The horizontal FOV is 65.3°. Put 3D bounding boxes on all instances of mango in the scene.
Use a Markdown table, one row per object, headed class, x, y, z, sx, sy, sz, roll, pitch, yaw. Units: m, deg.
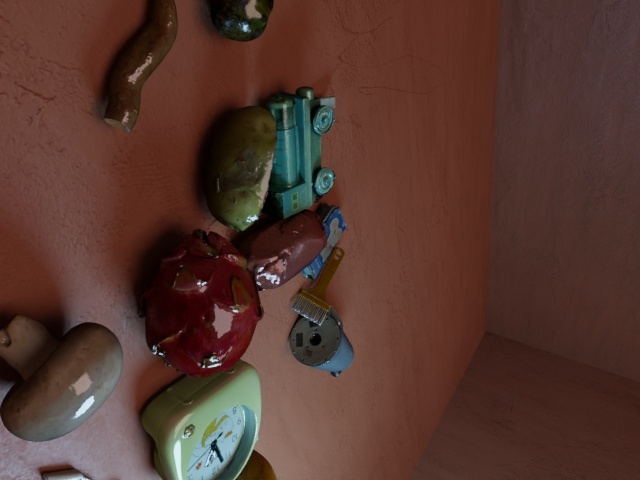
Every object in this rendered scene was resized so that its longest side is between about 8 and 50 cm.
| class | x | y | z | sx | sy | sz | roll | pitch | yaw |
| --- | --- | --- | --- | --- | --- | --- | --- | --- | --- |
| mango | -0.187 | 0.673 | 1.324 | 0.153 | 0.252 | 0.126 | -27 | 128 | 7 |

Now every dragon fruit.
| class | x | y | z | sx | sy | sz | roll | pitch | yaw |
| --- | --- | --- | --- | --- | --- | --- | --- | --- | --- |
| dragon fruit | -0.239 | 0.147 | 1.009 | 0.250 | 0.250 | 0.315 | 10 | 114 | -58 |

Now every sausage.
| class | x | y | z | sx | sy | sz | roll | pitch | yaw |
| --- | --- | --- | --- | --- | --- | --- | --- | --- | --- |
| sausage | -0.093 | 0.020 | 1.236 | 0.279 | 0.152 | 0.152 | -37 | 132 | -42 |

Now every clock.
| class | x | y | z | sx | sy | sz | roll | pitch | yaw |
| --- | --- | --- | --- | --- | --- | --- | --- | --- | --- |
| clock | -0.271 | 0.476 | 1.196 | 0.286 | 0.117 | 0.349 | -28 | 126 | -49 |

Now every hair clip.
| class | x | y | z | sx | sy | sz | roll | pitch | yaw |
| --- | --- | --- | --- | --- | --- | --- | --- | --- | --- |
| hair clip | -0.459 | 0.488 | 0.991 | 0.072 | 0.034 | 0.226 | -56 | 142 | -32 |

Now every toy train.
| class | x | y | z | sx | sy | sz | roll | pitch | yaw |
| --- | --- | --- | --- | --- | --- | --- | --- | --- | --- |
| toy train | -0.065 | -0.210 | 1.205 | 0.194 | 0.120 | 0.298 | -29 | 129 | -40 |

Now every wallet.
| class | x | y | z | sx | sy | sz | roll | pitch | yaw |
| --- | --- | --- | --- | --- | --- | --- | --- | --- | --- |
| wallet | -0.001 | -0.001 | 1.456 | 0.202 | 0.059 | 0.141 | -57 | 151 | -21 |

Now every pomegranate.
| class | x | y | z | sx | sy | sz | roll | pitch | yaw |
| --- | --- | --- | --- | --- | --- | --- | --- | --- | --- |
| pomegranate | -0.162 | -0.459 | 0.949 | 0.163 | 0.125 | 0.138 | 23 | 97 | -57 |

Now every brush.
| class | x | y | z | sx | sy | sz | roll | pitch | yaw |
| --- | --- | --- | --- | --- | --- | --- | --- | --- | --- |
| brush | 0.012 | 0.124 | 1.518 | 0.272 | 0.103 | 0.013 | -62 | -176 | -34 |
| brush | -0.030 | -0.351 | 1.291 | 0.178 | 0.030 | 0.033 | -22 | 131 | -39 |

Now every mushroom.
| class | x | y | z | sx | sy | sz | roll | pitch | yaw |
| --- | --- | --- | --- | --- | --- | --- | --- | --- | --- |
| mushroom | -0.428 | 0.201 | 0.793 | 0.204 | 0.204 | 0.204 | -29 | 127 | -48 |

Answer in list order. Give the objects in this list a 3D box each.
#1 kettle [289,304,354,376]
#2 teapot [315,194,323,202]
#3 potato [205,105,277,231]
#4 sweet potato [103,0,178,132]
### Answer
| class | x | y | z | sx | sy | sz | roll | pitch | yaw |
| --- | --- | --- | --- | --- | --- | --- | --- | --- | --- |
| kettle | 0.019 | 0.309 | 1.570 | 0.243 | 0.159 | 0.211 | 51 | 33 | -61 |
| teapot | -0.023 | -0.146 | 1.354 | 0.045 | 0.067 | 0.101 | 18 | 53 | -56 |
| potato | -0.183 | -0.157 | 1.047 | 0.111 | 0.160 | 0.272 | 13 | 94 | -33 |
| sweet potato | -0.300 | -0.323 | 0.858 | 0.067 | 0.059 | 0.282 | 25 | 77 | -22 |
